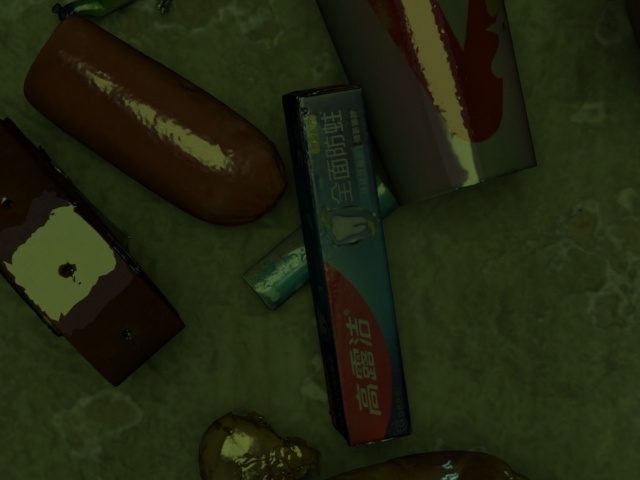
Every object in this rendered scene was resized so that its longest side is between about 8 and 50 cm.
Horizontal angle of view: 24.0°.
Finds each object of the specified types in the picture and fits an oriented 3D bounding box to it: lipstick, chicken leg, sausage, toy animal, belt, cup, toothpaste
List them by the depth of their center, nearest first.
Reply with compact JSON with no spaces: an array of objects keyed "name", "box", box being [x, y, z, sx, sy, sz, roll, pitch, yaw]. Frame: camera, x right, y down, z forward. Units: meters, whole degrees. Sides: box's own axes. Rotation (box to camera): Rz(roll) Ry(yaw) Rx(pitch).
[{"name":"belt","box":[-0.234,0.007,1.354,0.105,0.184,0.261,-44,75,-5]},{"name":"toothpaste","box":[0.024,0.021,1.360,0.066,0.076,0.320,-11,100,-9]},{"name":"chicken leg","box":[-0.038,0.249,1.380,0.101,0.085,0.207,-25,93,-16]},{"name":"cup","box":[0.096,-0.187,1.380,0.203,0.203,0.288,-16,91,-1]},{"name":"sausage","box":[-0.149,-0.104,1.399,0.259,0.113,0.113,33,85,5]},{"name":"lipstick","box":[0.000,0.000,1.418,0.158,0.048,0.048,-40,85,-3]},{"name":"toy animal","box":[-0.156,-0.267,1.455,0.217,0.041,0.075,-43,84,-8]}]

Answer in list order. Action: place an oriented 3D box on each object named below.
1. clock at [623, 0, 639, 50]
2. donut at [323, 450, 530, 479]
[{"name":"clock","box":[0.449,-0.282,1.346,0.376,0.250,0.368,-16,83,5]},{"name":"donut","box":[0.102,0.318,1.274,0.317,0.150,0.299,28,52,-2]}]
